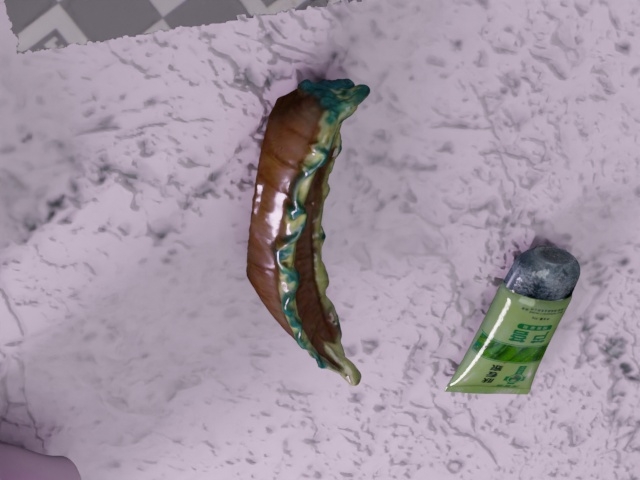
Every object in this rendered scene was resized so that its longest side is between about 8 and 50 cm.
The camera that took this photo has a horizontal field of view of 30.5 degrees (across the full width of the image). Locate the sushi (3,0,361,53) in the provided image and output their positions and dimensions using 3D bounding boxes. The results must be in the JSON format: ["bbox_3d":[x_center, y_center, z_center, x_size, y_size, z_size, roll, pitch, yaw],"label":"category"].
[{"bbox_3d":[-0.087,-0.273,0.782,0.290,0.050,0.263,-13,112,-6],"label":"sushi"}]

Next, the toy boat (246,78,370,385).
[{"bbox_3d":[-0.011,0.001,0.961,0.099,0.108,0.292,8,125,11],"label":"toy boat"}]

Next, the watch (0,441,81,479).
[{"bbox_3d":[-0.299,0.287,0.979,0.211,0.248,0.217,21,112,-27],"label":"watch"}]

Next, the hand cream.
[{"bbox_3d":[0.189,0.082,1.110,0.095,0.046,0.175,4,124,-22],"label":"hand cream"}]
